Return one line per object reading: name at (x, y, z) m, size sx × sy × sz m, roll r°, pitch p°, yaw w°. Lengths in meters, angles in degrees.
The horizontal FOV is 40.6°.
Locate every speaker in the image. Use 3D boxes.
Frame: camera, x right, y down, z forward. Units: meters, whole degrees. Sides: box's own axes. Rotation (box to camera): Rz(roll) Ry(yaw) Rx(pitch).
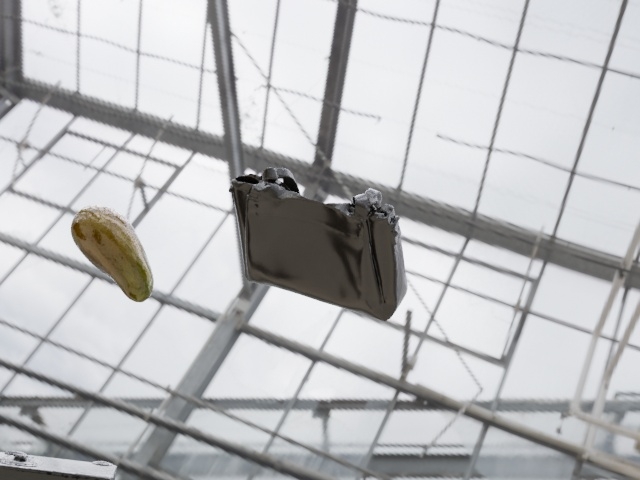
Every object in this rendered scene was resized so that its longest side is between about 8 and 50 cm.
speaker at (-0.489, 0.478, 1.547) m, size 0.232 × 0.184 × 0.254 m, roll 10°, pitch -11°, yaw -8°

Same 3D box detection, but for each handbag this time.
handbag at (0.000, 0.000, 1.392) m, size 0.285 × 0.113 × 0.257 m, roll 16°, pitch -35°, yaw 19°

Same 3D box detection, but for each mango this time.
mango at (-0.371, 0.018, 1.565) m, size 0.227 × 0.099 × 0.136 m, roll 46°, pitch -29°, yaw 31°
